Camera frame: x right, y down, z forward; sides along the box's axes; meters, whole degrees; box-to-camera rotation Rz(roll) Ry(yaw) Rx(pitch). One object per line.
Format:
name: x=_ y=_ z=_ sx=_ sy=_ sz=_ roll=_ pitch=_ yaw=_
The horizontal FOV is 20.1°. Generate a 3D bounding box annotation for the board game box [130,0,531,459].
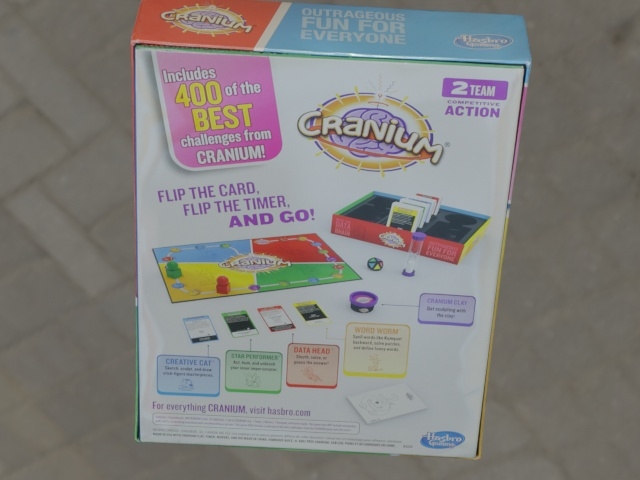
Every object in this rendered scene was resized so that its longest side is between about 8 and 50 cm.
board game box: x=0.000 y=0.000 z=1.176 sx=0.242 sy=0.064 sz=0.316 roll=4 pitch=125 yaw=-1
